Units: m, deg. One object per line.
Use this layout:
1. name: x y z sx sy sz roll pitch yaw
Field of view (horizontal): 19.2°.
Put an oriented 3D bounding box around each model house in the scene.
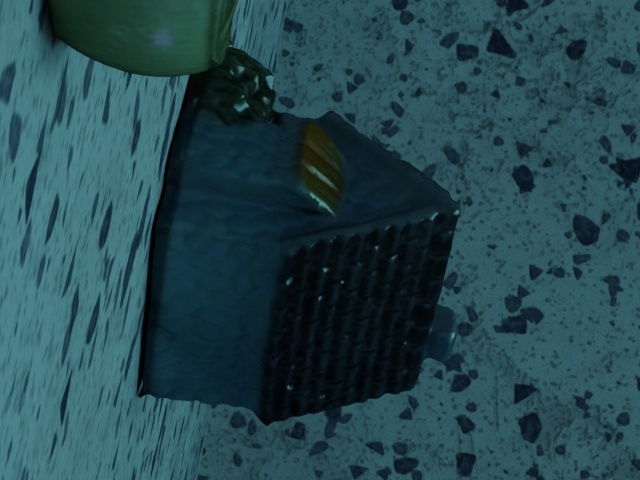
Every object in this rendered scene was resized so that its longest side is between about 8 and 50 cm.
1. model house: 0.000 0.000 2.054 0.360 0.339 0.297 101 3 -47

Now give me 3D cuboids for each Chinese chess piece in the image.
1. Chinese chess piece: -0.081 -0.217 1.075 0.250 0.101 0.250 -168 -90 -90
